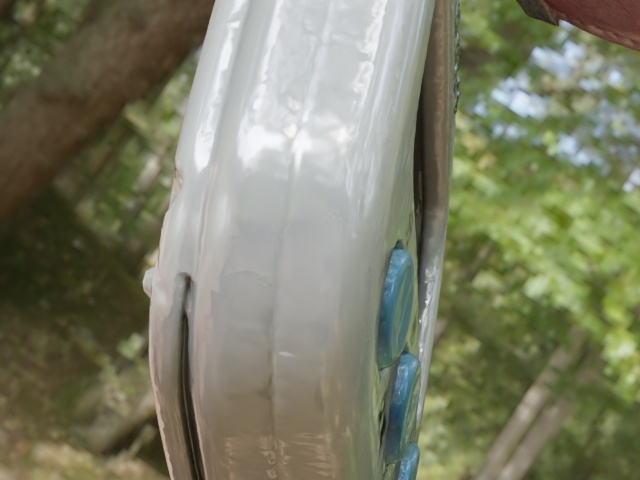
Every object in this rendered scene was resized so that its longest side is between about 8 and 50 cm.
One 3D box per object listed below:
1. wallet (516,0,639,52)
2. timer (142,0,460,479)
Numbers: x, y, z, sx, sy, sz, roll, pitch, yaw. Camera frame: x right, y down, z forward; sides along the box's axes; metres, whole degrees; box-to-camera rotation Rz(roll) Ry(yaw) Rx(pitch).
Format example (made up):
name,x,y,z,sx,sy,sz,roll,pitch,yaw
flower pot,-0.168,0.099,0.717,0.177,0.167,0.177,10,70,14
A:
name,x,y,z,sx,sy,sz,roll,pitch,yaw
wallet,0.026,-0.109,0.318,0.119,0.025,0.232,25,-17,50
timer,0.000,0.000,0.675,0.087,0.237,0.262,5,-35,7
